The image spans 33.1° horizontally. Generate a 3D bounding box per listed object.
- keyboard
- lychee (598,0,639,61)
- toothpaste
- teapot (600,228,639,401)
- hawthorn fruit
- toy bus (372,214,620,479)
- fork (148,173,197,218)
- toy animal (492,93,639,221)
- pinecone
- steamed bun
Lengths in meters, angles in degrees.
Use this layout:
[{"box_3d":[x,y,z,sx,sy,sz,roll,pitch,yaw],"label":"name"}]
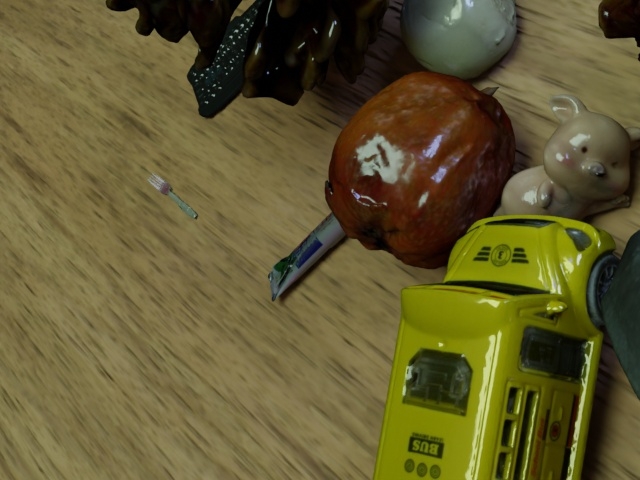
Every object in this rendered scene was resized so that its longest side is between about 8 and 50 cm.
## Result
[{"box_3d":[-0.073,-0.266,1.351,0.262,0.016,0.106,-40,48,24],"label":"keyboard"},{"box_3d":[0.338,-0.184,0.773,0.271,0.236,0.236,-16,60,19],"label":"lychee"},{"box_3d":[0.000,0.000,1.153,0.170,0.028,0.045,-44,36,25],"label":"toothpaste"},{"box_3d":[0.356,0.010,0.644,0.344,0.253,0.300,-35,83,18],"label":"teapot"},{"box_3d":[0.088,-0.067,0.994,0.173,0.173,0.179,24,104,47],"label":"hawthorn fruit"},{"box_3d":[0.130,0.135,0.859,0.144,0.152,0.330,4,81,46],"label":"toy bus"},{"box_3d":[-0.186,-0.054,1.369,0.115,0.012,0.016,38,103,41],"label":"fork"},{"box_3d":[0.211,-0.056,0.936,0.150,0.083,0.089,-46,43,20],"label":"toy animal"},{"box_3d":[-0.062,-0.352,1.089,0.397,0.397,0.398,-20,59,37],"label":"pinecone"},{"box_3d":[0.131,-0.227,1.083,0.112,0.091,0.130,-28,55,34],"label":"steamed bun"}]
